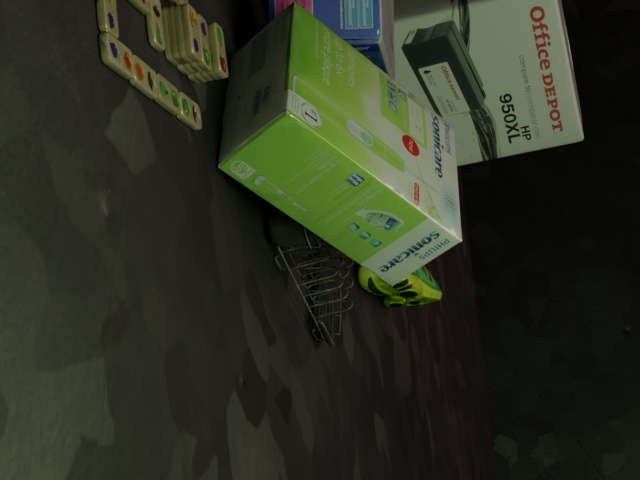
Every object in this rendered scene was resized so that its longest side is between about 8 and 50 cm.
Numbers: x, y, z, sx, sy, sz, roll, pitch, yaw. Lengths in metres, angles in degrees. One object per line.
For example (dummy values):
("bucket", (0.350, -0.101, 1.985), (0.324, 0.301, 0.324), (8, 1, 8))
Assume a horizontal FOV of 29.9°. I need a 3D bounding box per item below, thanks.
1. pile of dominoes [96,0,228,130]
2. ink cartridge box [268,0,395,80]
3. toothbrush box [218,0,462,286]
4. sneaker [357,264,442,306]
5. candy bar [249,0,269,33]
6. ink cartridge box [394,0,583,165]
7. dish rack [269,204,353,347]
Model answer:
("pile of dominoes", (-0.154, -0.231, 1.188), (0.251, 0.040, 0.196), (35, 46, -72))
("ink cartridge box", (0.018, -0.364, 1.597), (0.395, 0.151, 0.270), (34, 54, -84))
("toothbrush box", (0.028, -0.112, 1.425), (0.283, 0.122, 0.206), (36, 37, -29))
("sneaker", (0.138, 0.043, 2.040), (0.295, 0.109, 0.123), (41, 44, -69))
("candy bar", (-0.082, -0.313, 1.598), (0.040, 0.018, 0.161), (-63, 140, -68))
("ink cartridge box", (0.236, -0.287, 2.078), (0.166, 0.395, 0.285), (-75, 151, -62))
("dish rack", (0.000, 0.000, 1.579), (0.271, 0.074, 0.208), (67, 19, -44))
